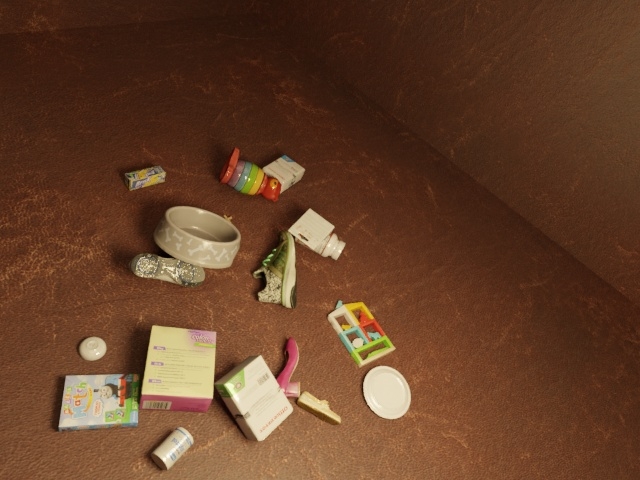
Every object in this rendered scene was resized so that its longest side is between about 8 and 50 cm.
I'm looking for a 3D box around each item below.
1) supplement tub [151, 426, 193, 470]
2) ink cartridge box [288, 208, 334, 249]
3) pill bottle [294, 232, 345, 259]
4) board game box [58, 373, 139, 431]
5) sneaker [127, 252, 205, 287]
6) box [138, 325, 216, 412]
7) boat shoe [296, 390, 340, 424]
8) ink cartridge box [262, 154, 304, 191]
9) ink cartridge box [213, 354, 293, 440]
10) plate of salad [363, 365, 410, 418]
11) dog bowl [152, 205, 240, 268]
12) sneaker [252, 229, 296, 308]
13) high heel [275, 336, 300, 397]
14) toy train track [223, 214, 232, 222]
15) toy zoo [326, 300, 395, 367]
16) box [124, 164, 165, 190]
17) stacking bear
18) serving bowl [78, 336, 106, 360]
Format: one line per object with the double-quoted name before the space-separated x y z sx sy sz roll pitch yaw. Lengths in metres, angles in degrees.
"supplement tub" -0.439 0.617 1.425 0.071 0.071 0.107 37 43 10
"ink cartridge box" -0.042 -0.042 2.113 0.145 0.045 0.179 37 53 7
"pill bottle" 0.000 0.000 2.203 0.216 0.121 0.121 29 43 0
"board game box" -0.666 0.489 1.457 0.212 0.039 0.160 4 48 -22
"sneaker" -0.580 0.106 1.811 0.297 0.129 0.110 20 76 -36
"box" -0.463 0.420 1.568 0.214 0.117 0.242 9 47 -19
"boat shoe" 0.002 0.585 1.683 0.170 0.063 0.059 29 49 3
"ink cartridge box" -0.194 -0.344 2.464 0.140 0.082 0.191 37 45 11
"ink cartridge box" -0.216 0.511 1.558 0.160 0.093 0.219 -33 96 -39
"plate of salad" 0.251 0.579 1.827 0.200 0.048 0.199 11 56 -17
"dog bowl" -0.478 -0.024 1.905 0.349 0.102 0.348 23 19 -8
"sneaker" -0.193 0.105 2.006 0.182 0.157 0.410 -1 42 -4
"high heel" -0.140 0.458 1.736 0.117 0.082 0.243 4 51 -11
"toy train track" -0.433 -0.085 2.147 0.083 0.014 0.048 -30 74 -36
"toy zoo" 0.156 0.368 1.994 0.193 0.030 0.293 -14 57 -36
"box" -0.777 -0.278 2.123 0.169 0.059 0.054 -24 62 -41
"stacking bear" -0.322 -0.289 2.296 0.289 0.164 0.175 24 59 -21
"serving bowl" -0.743 0.348 1.562 0.084 0.027 0.083 14 44 -14
